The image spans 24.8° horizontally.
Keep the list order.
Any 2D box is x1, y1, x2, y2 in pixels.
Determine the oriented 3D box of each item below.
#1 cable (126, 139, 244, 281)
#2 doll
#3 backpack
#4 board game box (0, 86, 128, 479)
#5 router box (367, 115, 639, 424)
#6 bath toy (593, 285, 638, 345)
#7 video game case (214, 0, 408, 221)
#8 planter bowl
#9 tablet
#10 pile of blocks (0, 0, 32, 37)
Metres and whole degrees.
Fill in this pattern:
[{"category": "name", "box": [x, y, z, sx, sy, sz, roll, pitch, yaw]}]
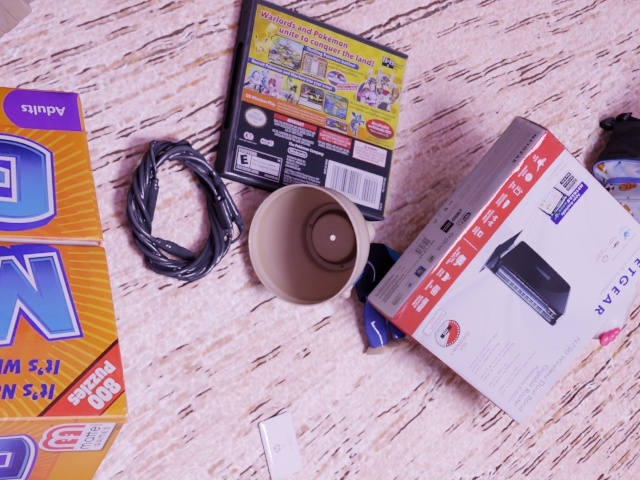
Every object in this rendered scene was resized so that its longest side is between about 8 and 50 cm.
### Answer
[{"category": "cable", "box": [-0.185, -0.042, 1.869, 0.150, 0.047, 0.184, -37, 111, -27]}, {"category": "doll", "box": [0.075, 0.064, 2.047, 0.129, 0.046, 0.189, -15, 97, -37]}, {"category": "backpack", "box": [0.586, -0.063, 2.310, 0.263, 0.276, 0.213, 42, 69, -34]}, {"category": "board game box", "box": [-0.420, 0.093, 1.377, 0.356, 0.356, 0.356, 1, 56, -25]}, {"category": "router box", "box": [0.280, 0.045, 2.051, 0.301, 0.082, 0.335, 39, 90, -31]}, {"category": "bath toy", "box": [0.358, 0.044, 2.204, 0.348, 0.151, 0.129, 43, 38, -33]}, {"category": "video game case", "box": [-0.008, -0.177, 2.008, 0.275, 0.035, 0.248, 15, 78, -34]}, {"category": "planter bowl", "box": [0.000, 0.000, 1.942, 0.109, 0.162, 0.162, -16, 97, -63]}, {"category": "tablet", "box": [-0.053, 0.278, 1.964, 0.054, 0.006, 0.083, -17, 97, -36]}, {"category": "pile of blocks", "box": [-0.500, -0.317, 1.596, 0.362, 0.112, 0.149, 15, 121, -37]}]
